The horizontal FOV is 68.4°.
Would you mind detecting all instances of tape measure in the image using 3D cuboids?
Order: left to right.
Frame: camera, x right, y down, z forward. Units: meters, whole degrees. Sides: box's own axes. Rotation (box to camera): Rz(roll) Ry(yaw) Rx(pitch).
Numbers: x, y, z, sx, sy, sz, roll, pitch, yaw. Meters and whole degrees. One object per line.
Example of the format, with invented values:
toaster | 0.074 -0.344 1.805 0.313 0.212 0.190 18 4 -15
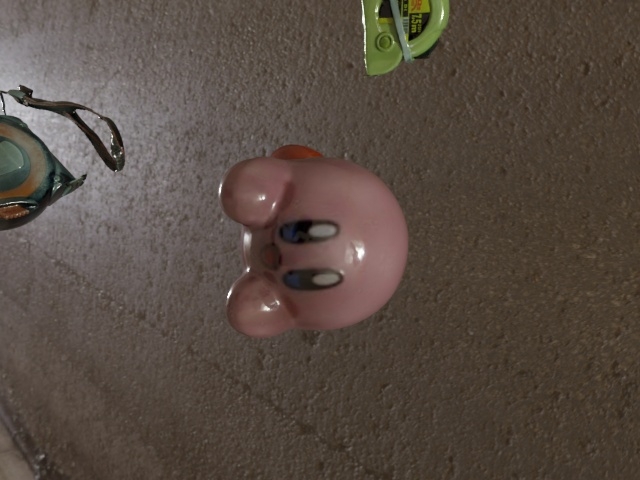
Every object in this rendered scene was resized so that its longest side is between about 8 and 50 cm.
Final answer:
tape measure | -0.242 -0.069 0.372 0.180 0.107 0.104 -9 120 44
tape measure | 0.136 -0.375 0.788 0.154 0.087 0.177 -3 111 15

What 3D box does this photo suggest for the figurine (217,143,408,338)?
figurine | 0.006 -0.001 0.609 0.211 0.261 0.269 0 95 9
